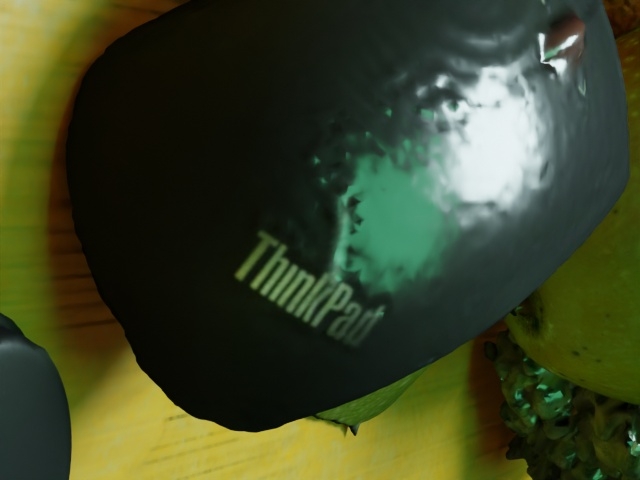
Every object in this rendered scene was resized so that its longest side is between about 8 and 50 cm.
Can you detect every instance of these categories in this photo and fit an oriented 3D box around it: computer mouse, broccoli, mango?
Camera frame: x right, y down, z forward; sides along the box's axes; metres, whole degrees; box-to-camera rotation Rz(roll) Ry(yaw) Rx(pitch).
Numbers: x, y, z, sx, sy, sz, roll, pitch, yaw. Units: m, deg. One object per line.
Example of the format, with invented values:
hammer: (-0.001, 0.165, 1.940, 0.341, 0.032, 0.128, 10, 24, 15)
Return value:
computer mouse: (0.031, -0.042, 0.739, 0.269, 0.100, 0.170, -36, 112, -38)
broccoli: (0.175, 0.042, 1.191, 0.198, 0.177, 0.275, -10, 80, -29)
mango: (0.260, -0.022, 1.050, 0.382, 0.201, 0.225, -6, 109, -31)

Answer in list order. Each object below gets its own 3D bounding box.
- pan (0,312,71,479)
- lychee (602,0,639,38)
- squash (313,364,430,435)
pan: (-0.145, 0.087, 0.596, 0.235, 0.028, 0.136, 8, 92, -65)
lychee: (0.177, -0.163, 1.091, 0.114, 0.101, 0.140, 23, 72, -30)
squash: (0.060, 0.013, 0.940, 0.192, 0.085, 0.184, -59, 148, -34)
